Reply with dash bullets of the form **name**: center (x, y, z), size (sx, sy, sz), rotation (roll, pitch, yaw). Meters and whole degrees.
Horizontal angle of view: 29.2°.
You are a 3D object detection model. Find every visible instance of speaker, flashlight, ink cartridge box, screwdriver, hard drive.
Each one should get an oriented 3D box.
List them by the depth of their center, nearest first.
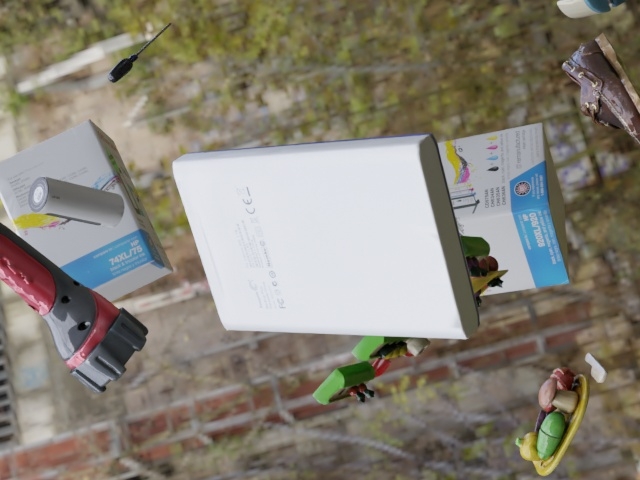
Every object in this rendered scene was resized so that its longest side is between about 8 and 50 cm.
- **hard drive**: center (0.000, 0.000, 1.294), size (0.040, 0.318, 0.210), rotation (-38, -62, -47)
- **flashlight**: center (-0.350, 0.054, 1.454), size (0.304, 0.103, 0.103), rotation (39, 162, -13)
- **ink cartridge box**: center (0.223, -0.035, 1.761), size (0.168, 0.232, 0.171), rotation (64, -157, -43)
- **speaker**: center (-0.358, -0.056, 1.814), size (0.136, 0.055, 0.055), rotation (13, -126, -44)
- **screwdriver**: center (-0.309, -0.325, 2.122), size (0.170, 0.024, 0.025), rotation (-48, -29, -36)
- **ink cartridge box**: center (-0.410, -0.034, 2.124), size (0.198, 0.197, 0.270), rotation (67, 178, -83)

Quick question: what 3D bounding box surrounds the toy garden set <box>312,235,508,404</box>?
- **toy garden set**: center (0.121, 0.101, 1.428), size (0.049, 0.244, 0.204), rotation (45, -166, 16)

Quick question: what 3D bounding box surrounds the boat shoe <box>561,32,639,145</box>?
- **boat shoe**: center (0.346, -0.171, 1.470), size (0.073, 0.073, 0.207), rotation (50, -163, -31)

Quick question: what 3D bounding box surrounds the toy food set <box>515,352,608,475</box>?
- **toy food set**: center (0.370, 0.269, 1.971), size (0.128, 0.071, 0.218), rotation (-85, 18, -73)

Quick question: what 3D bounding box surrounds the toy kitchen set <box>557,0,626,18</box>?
- **toy kitchen set**: center (0.454, -0.451, 1.873), size (0.122, 0.207, 0.166), rotation (0, 118, 58)
